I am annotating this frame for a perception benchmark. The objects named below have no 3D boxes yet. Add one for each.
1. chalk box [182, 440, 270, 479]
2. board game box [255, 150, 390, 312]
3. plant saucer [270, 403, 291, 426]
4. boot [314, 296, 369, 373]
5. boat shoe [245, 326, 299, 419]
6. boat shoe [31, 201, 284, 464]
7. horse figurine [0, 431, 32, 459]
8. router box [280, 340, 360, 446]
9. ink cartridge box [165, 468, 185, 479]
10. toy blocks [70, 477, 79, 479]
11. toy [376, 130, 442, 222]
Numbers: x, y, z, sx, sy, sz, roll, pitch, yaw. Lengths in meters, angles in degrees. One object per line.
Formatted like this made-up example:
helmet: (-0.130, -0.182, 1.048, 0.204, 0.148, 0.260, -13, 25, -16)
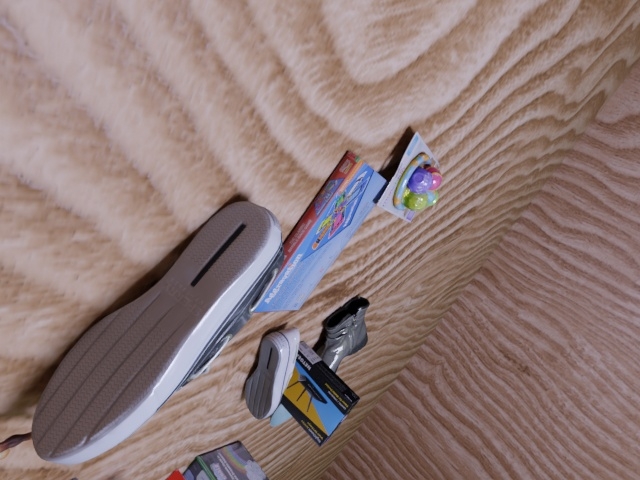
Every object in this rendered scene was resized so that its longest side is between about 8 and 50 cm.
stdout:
chalk box: (-0.242, 0.570, 0.931, 0.132, 0.132, 0.213, -53, 152, 6)
board game box: (0.000, 0.000, 0.670, 0.281, 0.027, 0.145, -54, 155, 10)
plant saucer: (-0.066, 0.401, 1.084, 0.195, 0.037, 0.195, -37, 151, -25)
boot: (0.022, 0.244, 0.993, 0.246, 0.083, 0.161, -37, 141, -27)
boat shoe: (-0.087, 0.268, 0.825, 0.076, 0.083, 0.226, -17, 139, -46)
boat shoe: (-0.153, 0.108, 0.470, 0.335, 0.121, 0.119, -46, 149, -12)
horse figurine: (-0.376, 0.233, 0.358, 0.263, 0.066, 0.174, -45, 159, -14)
router box: (-0.020, 0.333, 0.906, 0.046, 0.179, 0.133, 0, 125, -60)
ink cartridge box: (-0.316, 0.566, 0.794, 0.179, 0.145, 0.045, -42, 154, -15)
toy blocks: (-0.385, 0.466, 0.560, 0.381, 0.191, 0.260, 7, 108, -59)
toy: (0.190, -0.099, 0.774, 0.136, 0.056, 0.237, -63, 159, 8)
